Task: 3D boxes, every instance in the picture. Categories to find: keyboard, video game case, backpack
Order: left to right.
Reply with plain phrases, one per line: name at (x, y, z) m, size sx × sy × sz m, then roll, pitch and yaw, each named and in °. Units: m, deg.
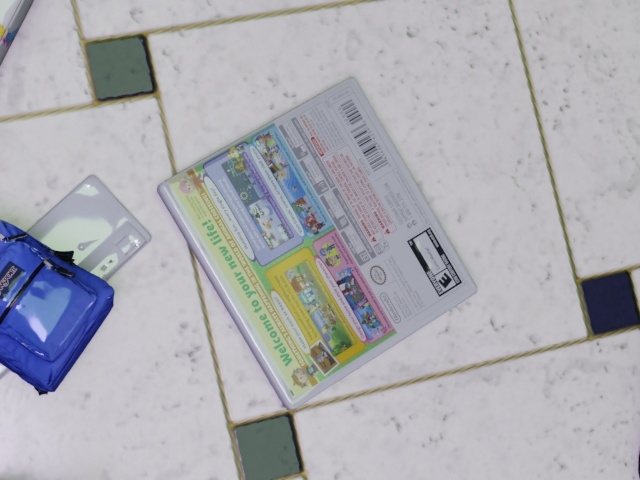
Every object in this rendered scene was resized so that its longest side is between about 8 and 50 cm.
keyboard at (-0.247, 0.057, 0.960) m, size 0.072 × 0.014 × 0.256 m, roll 46°, pitch 74°, yaw 0°
backpack at (-0.223, 0.038, 0.910) m, size 0.120 × 0.101 × 0.098 m, roll 33°, pitch 68°, yaw 1°
video game case at (0.000, 0.000, 1.024) m, size 0.193 × 0.023 × 0.212 m, roll -31°, pitch 92°, yaw -16°

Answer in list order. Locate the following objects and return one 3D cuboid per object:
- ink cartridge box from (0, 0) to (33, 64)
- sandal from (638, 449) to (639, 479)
ink cartridge box at (-0.296, -0.178, 0.943) m, size 0.127 × 0.072 × 0.175 m, roll 26°, pitch 77°, yaw -8°
sandal at (0.331, 0.106, 1.088) m, size 0.097 × 0.054 × 0.254 m, roll 19°, pitch 88°, yaw -4°
